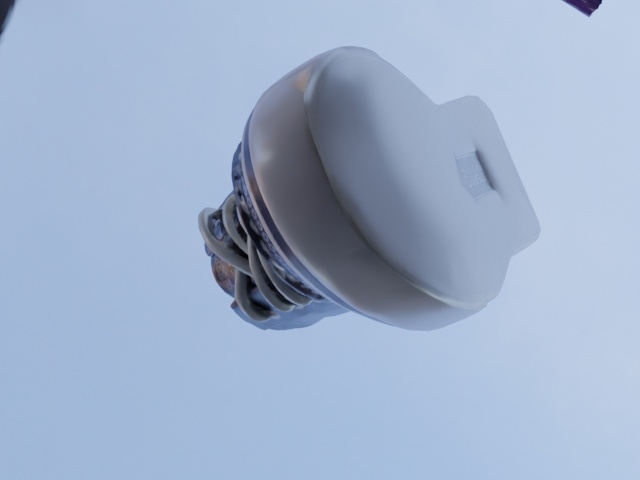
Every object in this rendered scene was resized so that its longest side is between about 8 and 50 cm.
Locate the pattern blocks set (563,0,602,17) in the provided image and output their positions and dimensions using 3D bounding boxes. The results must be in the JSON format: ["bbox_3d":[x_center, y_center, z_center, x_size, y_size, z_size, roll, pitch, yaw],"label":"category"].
[{"bbox_3d":[0.183,-0.261,0.667,0.285,0.026,0.325,17,-104,-8],"label":"pattern blocks set"}]

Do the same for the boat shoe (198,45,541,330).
[{"bbox_3d":[0.000,0.000,0.617,0.158,0.340,0.127,-25,-97,19],"label":"boat shoe"}]
